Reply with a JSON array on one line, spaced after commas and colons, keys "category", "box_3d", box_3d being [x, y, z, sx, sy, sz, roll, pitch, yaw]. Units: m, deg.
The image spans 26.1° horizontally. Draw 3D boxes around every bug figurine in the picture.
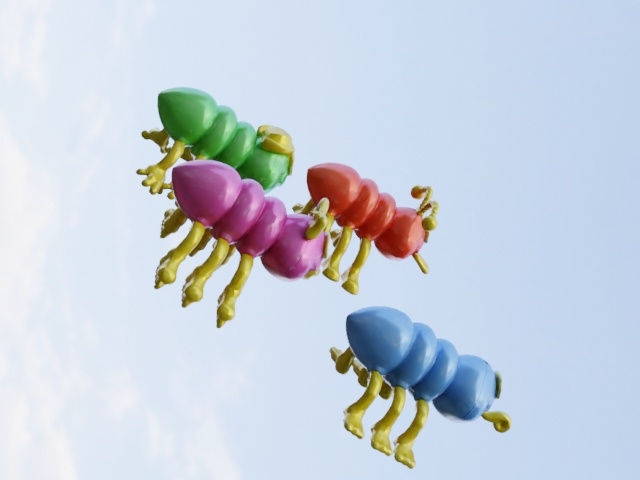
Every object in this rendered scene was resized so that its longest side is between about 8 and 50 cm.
[{"category": "bug figurine", "box_3d": [0.000, 0.000, 0.764, 0.072, 0.216, 0.279, -53, -159, 16]}]
